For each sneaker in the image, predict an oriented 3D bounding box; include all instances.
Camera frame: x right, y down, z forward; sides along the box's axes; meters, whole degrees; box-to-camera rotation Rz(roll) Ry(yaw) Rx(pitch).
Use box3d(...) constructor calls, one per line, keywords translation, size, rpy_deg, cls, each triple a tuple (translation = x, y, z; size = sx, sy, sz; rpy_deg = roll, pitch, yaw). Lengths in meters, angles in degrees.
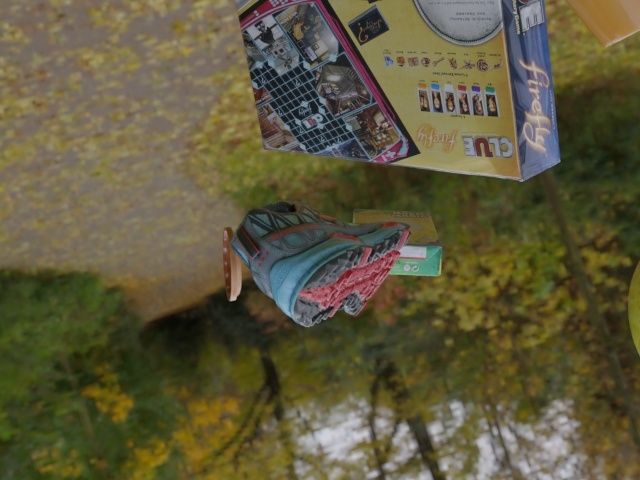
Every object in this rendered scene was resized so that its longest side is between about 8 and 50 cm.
box3d(translation=(0.000, 0.000, 1.123), size=(0.104, 0.125, 0.262), rpy_deg=(-55, 165, 11), cls="sneaker")

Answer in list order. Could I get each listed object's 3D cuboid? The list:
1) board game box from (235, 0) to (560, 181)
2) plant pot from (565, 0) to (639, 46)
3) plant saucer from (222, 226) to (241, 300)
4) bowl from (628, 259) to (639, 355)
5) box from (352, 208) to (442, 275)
box3d(translation=(0.040, -0.133, 0.774), size=(0.042, 0.165, 0.243), rpy_deg=(-26, -155, -37), cls="board game box")
box3d(translation=(0.337, -0.331, 1.332), size=(0.205, 0.188, 0.205), rpy_deg=(-28, -177, 1), cls="plant pot")
box3d(translation=(-0.099, 0.026, 1.317), size=(0.013, 0.083, 0.083), rpy_deg=(-3, 174, -11), cls="plant saucer")
box3d(translation=(0.582, 0.087, 1.592), size=(0.289, 0.289, 0.156), rpy_deg=(-17, 168, -11), cls="bowl")
box3d(translation=(0.094, -0.003, 1.481), size=(0.105, 0.043, 0.179), rpy_deg=(2, -165, -2), cls="box")
